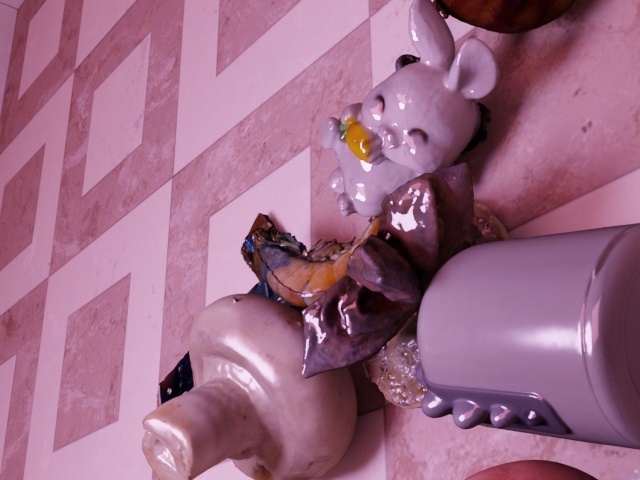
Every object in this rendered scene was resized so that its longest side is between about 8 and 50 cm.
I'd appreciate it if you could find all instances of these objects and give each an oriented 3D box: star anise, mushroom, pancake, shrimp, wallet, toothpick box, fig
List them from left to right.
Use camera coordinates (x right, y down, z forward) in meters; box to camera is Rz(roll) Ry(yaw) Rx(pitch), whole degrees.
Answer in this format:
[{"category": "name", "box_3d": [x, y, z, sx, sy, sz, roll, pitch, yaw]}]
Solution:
[{"category": "mushroom", "box_3d": [-0.112, 0.233, 1.328, 0.293, 0.290, 0.292, 31, 136, 36]}, {"category": "wallet", "box_3d": [-0.085, 0.030, 1.647, 0.095, 0.026, 0.176, -65, 33, 20]}, {"category": "shrimp", "box_3d": [0.000, 0.000, 1.419, 0.222, 0.054, 0.290, -40, 30, -17]}, {"category": "star anise", "box_3d": [0.079, 0.040, 1.136, 0.108, 0.315, 0.315, 42, 118, 10]}, {"category": "pancake", "box_3d": [0.150, 0.081, 1.253, 0.282, 0.049, 0.282, -32, 47, 42]}, {"category": "fig", "box_3d": [0.210, -0.344, 1.267, 0.321, 0.217, 0.216, 142, 137, -65]}, {"category": "toothpick box", "box_3d": [0.228, 0.104, 0.979, 0.316, 0.229, 0.228, -8, 68, 55]}]

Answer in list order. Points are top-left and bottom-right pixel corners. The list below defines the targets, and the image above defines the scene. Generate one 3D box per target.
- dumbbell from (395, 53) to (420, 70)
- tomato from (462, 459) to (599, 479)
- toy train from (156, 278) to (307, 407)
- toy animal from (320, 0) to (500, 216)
[{"category": "dumbbell", "box_3d": [0.108, -0.205, 1.426, 0.254, 0.082, 0.081, -45, 42, 34]}, {"category": "tomato", "box_3d": [0.203, 0.326, 0.879, 0.224, 0.256, 0.256, -43, 39, 8]}, {"category": "toy train", "box_3d": [-0.141, 0.181, 1.600, 0.409, 0.089, 0.086, -46, 46, 36]}, {"category": "toy animal", "box_3d": [0.118, -0.160, 1.291, 0.208, 0.154, 0.325, 52, 130, 36]}]
